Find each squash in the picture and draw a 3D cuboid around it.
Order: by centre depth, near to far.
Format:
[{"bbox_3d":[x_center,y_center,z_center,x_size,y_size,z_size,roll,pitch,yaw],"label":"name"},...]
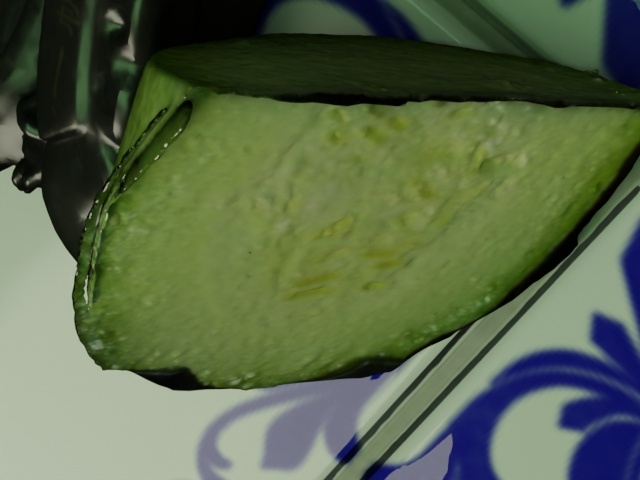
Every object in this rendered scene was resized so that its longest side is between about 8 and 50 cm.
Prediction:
[{"bbox_3d":[-0.005,-0.022,0.516,0.184,0.192,0.085,-54,44,47],"label":"squash"}]

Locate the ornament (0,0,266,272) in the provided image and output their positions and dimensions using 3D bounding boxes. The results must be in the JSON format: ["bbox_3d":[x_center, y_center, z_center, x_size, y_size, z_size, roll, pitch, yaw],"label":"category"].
[{"bbox_3d":[-0.138,-0.138,0.543,0.260,0.106,0.251,23,116,20],"label":"ornament"}]
